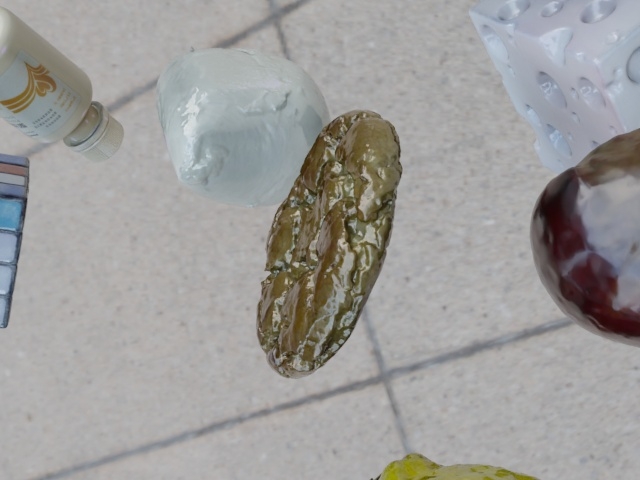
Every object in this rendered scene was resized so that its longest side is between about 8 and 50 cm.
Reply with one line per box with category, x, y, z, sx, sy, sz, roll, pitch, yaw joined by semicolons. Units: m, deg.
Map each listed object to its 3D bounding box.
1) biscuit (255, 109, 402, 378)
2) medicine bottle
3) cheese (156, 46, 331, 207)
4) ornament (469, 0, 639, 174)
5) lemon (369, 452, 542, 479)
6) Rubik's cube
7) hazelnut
biscuit;0.000;0.000;0.924;0.226;0.042;0.226;-163;90;-73
medicine bottle;-0.355;-0.188;1.539;0.114;0.252;0.114;-17;56;27
cheese;-0.081;-0.120;1.294;0.198;0.189;0.154;-110;24;-53
ornament;0.353;-0.199;1.296;0.239;0.240;0.240;-38;34;-7
lemon;0.119;0.321;0.918;0.268;0.268;0.322;-34;82;33
Rubik's cube;-0.242;-0.006;0.778;0.092;0.092;0.092;-123;44;-66
hazelnut;0.248;-0.007;0.839;0.202;0.160;0.170;0;110;16
